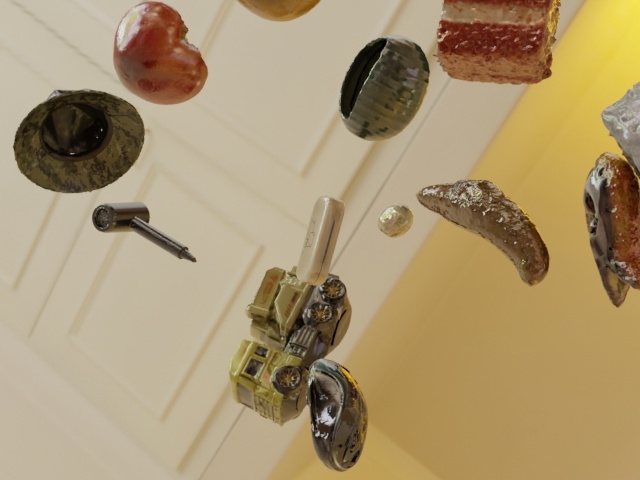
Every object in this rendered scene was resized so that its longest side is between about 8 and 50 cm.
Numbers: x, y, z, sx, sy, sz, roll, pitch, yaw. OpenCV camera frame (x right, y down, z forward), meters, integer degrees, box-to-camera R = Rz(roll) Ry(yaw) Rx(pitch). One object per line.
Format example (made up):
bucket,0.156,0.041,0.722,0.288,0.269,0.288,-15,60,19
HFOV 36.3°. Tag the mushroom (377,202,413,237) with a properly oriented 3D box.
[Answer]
mushroom,0.168,-0.043,2.175,0.067,0.083,0.083,40,-168,-44

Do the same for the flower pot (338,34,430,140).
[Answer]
flower pot,0.143,-0.336,2.167,0.157,0.243,0.189,19,-162,-24

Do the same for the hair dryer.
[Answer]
hair dryer,-0.378,-0.014,2.155,0.255,0.069,0.128,28,-164,28

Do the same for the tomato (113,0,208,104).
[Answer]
tomato,-0.371,-0.393,2.132,0.233,0.200,0.139,57,-135,-11

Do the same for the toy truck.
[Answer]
toy truck,-0.088,0.248,2.473,0.254,0.180,0.405,18,-122,14

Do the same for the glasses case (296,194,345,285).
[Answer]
glasses case,0.000,0.000,2.112,0.050,0.196,0.083,16,176,-23

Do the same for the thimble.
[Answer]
thimble,0.583,-0.151,1.593,0.245,0.157,0.217,61,-167,18

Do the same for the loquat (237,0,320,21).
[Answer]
loquat,-0.079,-0.525,1.883,0.208,0.208,0.208,26,-156,-13

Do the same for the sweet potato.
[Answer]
sweet potato,0.287,-0.047,1.724,0.092,0.114,0.341,2,-154,-38

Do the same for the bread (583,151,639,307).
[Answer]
bread,0.524,-0.023,1.715,0.095,0.139,0.268,-9,-105,-6

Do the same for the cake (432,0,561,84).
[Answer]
cake,0.438,-0.557,2.357,0.270,0.319,0.269,8,177,15

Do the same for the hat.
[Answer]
hat,-0.472,-0.221,1.876,0.266,0.265,0.128,10,-141,-40

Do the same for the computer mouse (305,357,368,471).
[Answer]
computer mouse,0.039,0.339,1.934,0.137,0.096,0.233,39,-145,-50
